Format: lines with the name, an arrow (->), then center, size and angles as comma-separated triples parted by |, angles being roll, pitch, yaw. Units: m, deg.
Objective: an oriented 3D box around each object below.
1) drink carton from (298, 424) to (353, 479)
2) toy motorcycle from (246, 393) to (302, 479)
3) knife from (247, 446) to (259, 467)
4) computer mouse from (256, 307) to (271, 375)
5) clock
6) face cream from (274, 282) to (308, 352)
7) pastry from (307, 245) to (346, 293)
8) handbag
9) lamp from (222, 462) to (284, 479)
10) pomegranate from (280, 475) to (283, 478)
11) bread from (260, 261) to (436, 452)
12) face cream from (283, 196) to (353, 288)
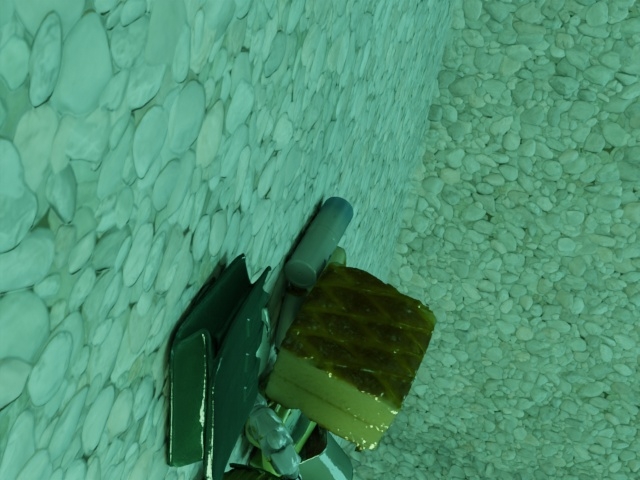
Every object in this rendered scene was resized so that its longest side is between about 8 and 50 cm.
drink carton -> -0.026, 0.542, 2.049 | 0.189, 0.191, 0.185 | 55, 14, -33
toy motorcycle -> -0.098, 0.391, 1.630 | 0.074, 0.228, 0.151 | -27, 160, -11
knife -> -0.132, 0.462, 2.035 | 0.035, 0.018, 0.247 | 89, 20, -53
computer mouse -> -0.122, 0.202, 1.558 | 0.089, 0.056, 0.181 | -59, 163, -68
clock -> -0.082, 0.380, 1.857 | 0.235, 0.096, 0.308 | -52, 155, -33
face cream -> -0.064, 0.165, 1.803 | 0.072, 0.051, 0.182 | -37, 143, -69
pastry -> 0.011, 0.084, 1.952 | 0.156, 0.092, 0.156 | 19, 90, -83
handbag -> -0.158, 0.208, 1.295 | 0.238, 0.089, 0.326 | -61, 164, -48
lamp -> -0.118, 0.560, 1.551 | 0.250, 0.285, 0.250 | 16, 90, -75
pomegranate -> -0.058, 0.716, 2.202 | 0.260, 0.261, 0.260 | 18, 90, -80
bread -> 0.066, 0.230, 1.671 | 0.279, 0.279, 0.207 | -53, 166, -43
face cream -> 0.000, 0.000, 1.785 | 0.250, 0.077, 0.077 | -60, 164, -48
